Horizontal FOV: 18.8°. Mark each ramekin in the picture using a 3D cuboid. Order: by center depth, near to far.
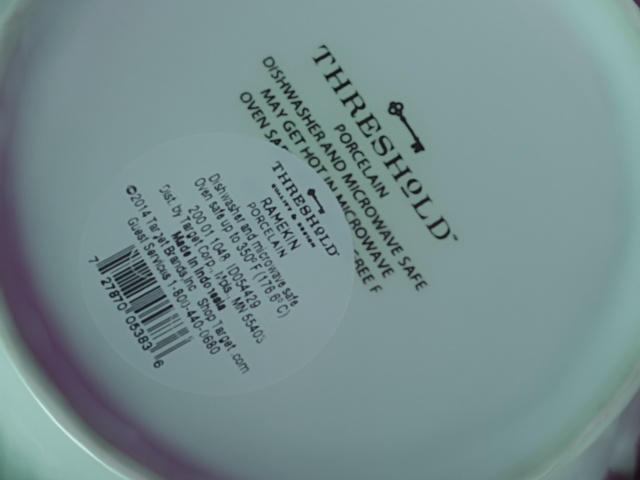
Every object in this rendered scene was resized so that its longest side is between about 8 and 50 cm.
[{"bbox_3d":[0.000,0.000,0.472,0.207,0.109,0.207,1,74,-4],"label":"ramekin"}]
